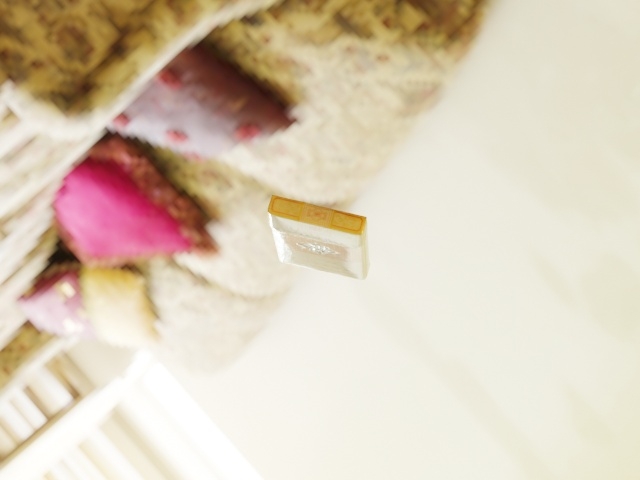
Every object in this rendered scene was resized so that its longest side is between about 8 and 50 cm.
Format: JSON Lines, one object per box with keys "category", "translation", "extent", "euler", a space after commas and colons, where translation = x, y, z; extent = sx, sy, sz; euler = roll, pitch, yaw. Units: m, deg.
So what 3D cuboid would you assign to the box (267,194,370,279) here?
{"category": "box", "translation": [0.000, 0.000, 0.849], "extent": [0.083, 0.046, 0.012], "euler": [80, 24, -75]}
